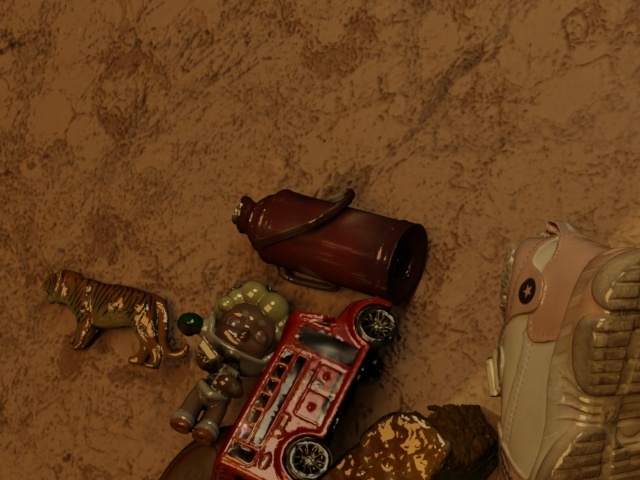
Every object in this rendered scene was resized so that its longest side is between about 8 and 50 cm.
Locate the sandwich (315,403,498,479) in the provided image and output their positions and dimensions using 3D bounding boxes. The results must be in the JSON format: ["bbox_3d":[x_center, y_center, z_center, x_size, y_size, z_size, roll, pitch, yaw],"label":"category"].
[{"bbox_3d":[0.063,0.251,1.058,0.226,0.251,0.087,-40,69,12],"label":"sandwich"}]

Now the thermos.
[{"bbox_3d":[-0.002,0.002,1.240,0.232,0.099,0.124,15,123,29],"label":"thermos"}]

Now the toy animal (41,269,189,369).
[{"bbox_3d":[-0.260,0.097,1.358,0.241,0.057,0.099,9,82,27],"label":"toy animal"}]

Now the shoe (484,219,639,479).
[{"bbox_3d":[0.249,0.153,1.055,0.198,0.172,0.351,-137,58,-62],"label":"shoe"}]

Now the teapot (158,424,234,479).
[{"bbox_3d":[-0.091,0.282,1.207,0.252,0.135,0.178,-48,29,-12],"label":"teapot"}]

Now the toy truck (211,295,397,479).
[{"bbox_3d":[-0.013,0.162,1.132,0.114,0.107,0.252,24,57,8],"label":"toy truck"}]

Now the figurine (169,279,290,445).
[{"bbox_3d":[-0.098,0.130,1.215,0.147,0.093,0.197,28,48,-1],"label":"figurine"}]
